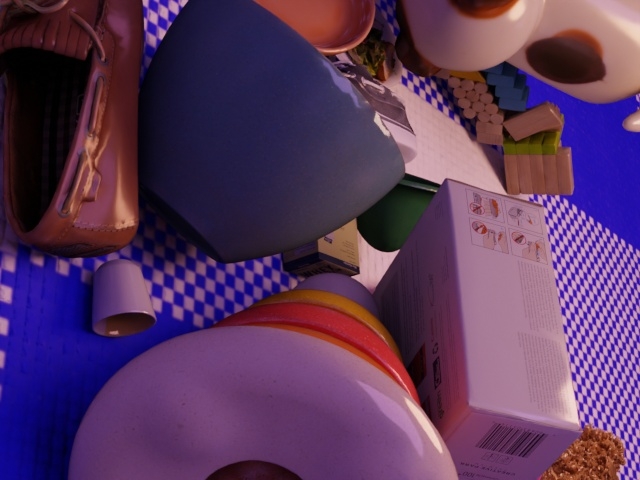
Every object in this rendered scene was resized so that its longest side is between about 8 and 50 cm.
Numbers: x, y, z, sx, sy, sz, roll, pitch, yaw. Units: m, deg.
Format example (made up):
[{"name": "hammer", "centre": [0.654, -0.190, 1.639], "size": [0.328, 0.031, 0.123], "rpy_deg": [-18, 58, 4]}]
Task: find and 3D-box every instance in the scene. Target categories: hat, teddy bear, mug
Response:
[{"name": "hat", "centre": [0.074, 0.003, 1.558], "size": [0.173, 0.208, 0.183], "rpy_deg": [10, 99, -33]}, {"name": "teddy bear", "centre": [0.384, 0.388, 1.804], "size": [0.245, 0.113, 0.338], "rpy_deg": [69, 27, -16]}, {"name": "mug", "centre": [-0.199, 0.057, 1.206], "size": [0.062, 0.078, 0.064], "rpy_deg": [-3, 64, -21]}]

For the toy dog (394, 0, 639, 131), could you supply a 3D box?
[{"name": "toy dog", "centre": [0.287, -0.325, 1.718], "size": [0.408, 0.284, 0.395], "rpy_deg": [0, 75, -31]}]

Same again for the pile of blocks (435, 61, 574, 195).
[{"name": "pile of blocks", "centre": [0.294, -0.229, 1.911], "size": [0.362, 0.149, 0.112], "rpy_deg": [50, 40, -26]}]

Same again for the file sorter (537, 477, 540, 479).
[{"name": "file sorter", "centre": [0.147, 0.413, 1.370], "size": [0.182, 0.202, 0.290], "rpy_deg": [63, 36, -15]}]

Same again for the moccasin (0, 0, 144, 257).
[{"name": "moccasin", "centre": [-0.258, -0.173, 1.168], "size": [0.147, 0.139, 0.380], "rpy_deg": [19, 69, -59]}]

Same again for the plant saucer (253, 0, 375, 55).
[{"name": "plant saucer", "centre": [-0.022, -0.323, 1.581], "size": [0.200, 0.037, 0.200], "rpy_deg": [13, 63, -26]}]

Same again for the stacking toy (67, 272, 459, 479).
[{"name": "stacking toy", "centre": [-0.022, 0.169, 1.247], "size": [0.350, 0.351, 0.480], "rpy_deg": [61, 17, -14]}]

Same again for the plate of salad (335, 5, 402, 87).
[{"name": "plate of salad", "centre": [0.052, -0.300, 1.680], "size": [0.200, 0.048, 0.199], "rpy_deg": [32, 40, -32]}]

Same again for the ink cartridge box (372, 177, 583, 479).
[{"name": "ink cartridge box", "centre": [0.147, 0.140, 1.348], "size": [0.130, 0.272, 0.309], "rpy_deg": [15, 46, -15]}]

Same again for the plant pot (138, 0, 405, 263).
[{"name": "plant pot", "centre": [-0.084, -0.090, 1.269], "size": [0.195, 0.290, 0.290], "rpy_deg": [-49, 120, -10]}]

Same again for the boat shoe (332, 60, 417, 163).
[{"name": "boat shoe", "centre": [0.029, -0.180, 1.569], "size": [0.301, 0.108, 0.102], "rpy_deg": [18, 61, -52]}]

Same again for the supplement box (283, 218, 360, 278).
[{"name": "supplement box", "centre": [0.000, 0.000, 1.487], "size": [0.083, 0.056, 0.083], "rpy_deg": [21, 58, -47]}]
